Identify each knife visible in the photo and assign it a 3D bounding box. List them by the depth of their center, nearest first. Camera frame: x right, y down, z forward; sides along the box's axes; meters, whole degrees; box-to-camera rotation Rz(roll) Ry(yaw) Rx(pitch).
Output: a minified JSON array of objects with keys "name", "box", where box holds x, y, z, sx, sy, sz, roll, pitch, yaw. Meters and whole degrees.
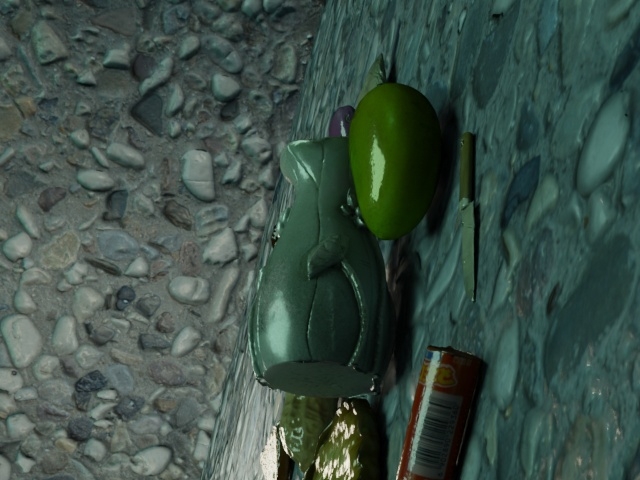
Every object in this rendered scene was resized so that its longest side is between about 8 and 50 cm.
[{"name":"knife","box":[0.208,-0.039,1.521,0.047,0.017,0.297,127,155,-53]}]

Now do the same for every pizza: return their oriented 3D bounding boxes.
[{"name":"pizza","box":[-0.101,0.505,2.483,0.195,0.052,0.185,156,119,-72]}]

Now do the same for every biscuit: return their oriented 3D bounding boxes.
[{"name":"biscuit","box":[0.032,0.435,1.777,0.335,0.078,0.329,-96,23,-60]}]

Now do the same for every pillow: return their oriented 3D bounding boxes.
[{"name":"pillow","box":[0.115,-0.271,2.233,0.229,0.050,0.148,-95,11,-50]}]

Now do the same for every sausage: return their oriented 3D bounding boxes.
[{"name":"sausage","box":[0.140,0.270,1.371,0.074,0.074,0.273,-146,68,-79]}]

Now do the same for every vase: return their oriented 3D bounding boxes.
[{"name":"vase","box":[0.008,0.037,1.837,0.250,0.250,0.445,119,157,-59]}]

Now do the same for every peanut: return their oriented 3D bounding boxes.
[{"name":"peanut","box":[-0.016,0.306,2.064,0.136,0.120,0.298,107,168,-50]}]

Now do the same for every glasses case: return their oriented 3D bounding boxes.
[{"name":"glasses case","box":[0.055,-0.165,2.216,0.316,0.076,0.123,93,167,-70]}]

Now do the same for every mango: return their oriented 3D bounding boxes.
[{"name":"mango","box":[0.123,-0.138,1.735,0.273,0.149,0.185,-94,14,-46]}]

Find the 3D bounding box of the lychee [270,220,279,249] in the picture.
[{"name":"lychee","box":[0.000,0.006,2.191,0.194,0.195,0.194,-168,90,-80]}]
